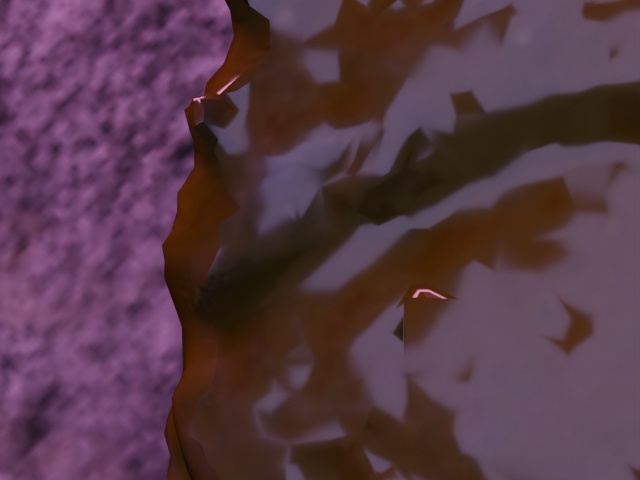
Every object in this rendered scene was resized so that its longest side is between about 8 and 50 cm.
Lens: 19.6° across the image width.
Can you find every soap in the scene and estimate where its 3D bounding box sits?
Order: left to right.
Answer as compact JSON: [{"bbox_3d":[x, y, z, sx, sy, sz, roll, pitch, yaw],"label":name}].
[{"bbox_3d":[0.000,0.000,0.448,0.304,0.169,0.338,-27,75,12],"label":"soap"}]
